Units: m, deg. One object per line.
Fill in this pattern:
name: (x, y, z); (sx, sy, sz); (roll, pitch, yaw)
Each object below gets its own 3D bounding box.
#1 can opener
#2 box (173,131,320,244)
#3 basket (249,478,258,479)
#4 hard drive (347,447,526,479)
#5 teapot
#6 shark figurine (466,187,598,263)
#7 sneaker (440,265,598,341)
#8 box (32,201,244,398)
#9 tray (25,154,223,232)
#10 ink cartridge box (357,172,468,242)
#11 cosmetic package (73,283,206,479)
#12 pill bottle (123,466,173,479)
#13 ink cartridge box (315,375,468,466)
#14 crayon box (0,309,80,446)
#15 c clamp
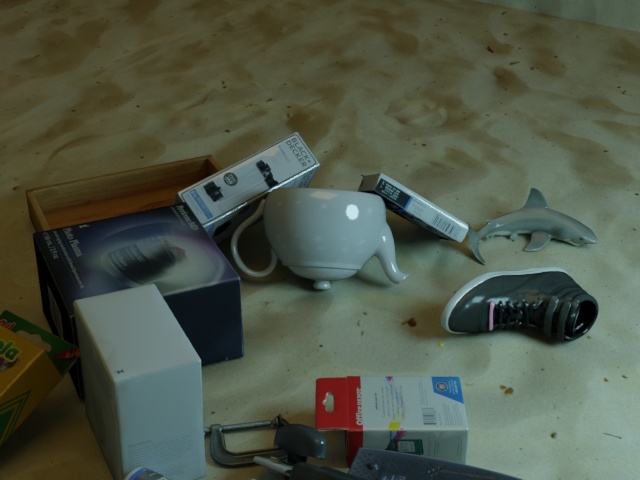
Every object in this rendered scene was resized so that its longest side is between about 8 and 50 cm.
can opener: (-0.001, 0.317, 1.552); (0.076, 0.095, 0.283); (17, -9, -30)
box: (-0.154, -0.089, 2.185); (0.290, 0.169, 0.087); (-30, 77, -26)
basket: (-0.084, 0.418, 1.458); (0.113, 0.103, 0.167); (13, 34, 20)
hard drive: (0.155, 0.383, 1.564); (0.255, 0.054, 0.172); (8, 32, 15)
teapot: (0.000, 0.000, 2.093); (0.253, 0.187, 0.256); (6, -2, -39)
shark figurine: (0.407, -0.048, 2.233); (0.278, 0.116, 0.166); (-4, 30, -11)
sneaker: (0.365, 0.124, 1.945); (0.296, 0.104, 0.147); (-11, 27, -26)
box: (-0.322, 0.092, 1.929); (0.294, 0.182, 0.296); (-12, 34, -22)
tray: (-0.388, -0.071, 2.305); (0.411, 0.076, 0.203); (-12, 33, -21)
ink cartridge box: (0.177, -0.066, 2.201); (0.206, 0.045, 0.208); (30, -1, -9)
cosmetic package: (-0.274, 0.223, 1.666); (0.138, 0.224, 0.224); (-13, 34, -21)
pill bottle: (-0.214, 0.379, 1.548); (0.137, 0.078, 0.078); (18, 35, 26)
ink cartridge box: (0.107, 0.281, 1.712); (0.231, 0.078, 0.134); (0, 30, 0)
crayon box: (-0.547, 0.231, 1.690); (0.202, 0.081, 0.318); (20, 57, 31)
c clamp: (-0.115, 0.303, 1.729); (0.161, 0.022, 0.137); (-3, 31, -4)
